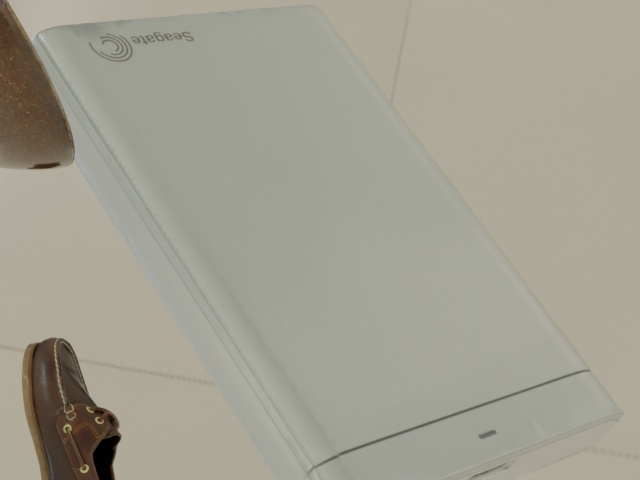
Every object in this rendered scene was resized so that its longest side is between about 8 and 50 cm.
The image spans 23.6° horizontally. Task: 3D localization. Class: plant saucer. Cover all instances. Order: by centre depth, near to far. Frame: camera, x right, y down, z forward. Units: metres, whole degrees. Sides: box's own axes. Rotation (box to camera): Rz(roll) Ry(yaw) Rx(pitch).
[{"bbox_3d":[-0.153,-0.090,0.568,0.029,0.168,0.168,-37,76,-17],"label":"plant saucer"}]

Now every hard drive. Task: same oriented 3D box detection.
[{"bbox_3d":[0.000,0.000,0.924,0.233,0.047,0.353,-12,57,-41],"label":"hard drive"}]

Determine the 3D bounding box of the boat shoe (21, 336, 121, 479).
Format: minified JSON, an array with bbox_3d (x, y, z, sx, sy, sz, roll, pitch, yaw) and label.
[{"bbox_3d":[-0.196,0.173,1.266,0.073,0.073,0.207,-20,67,15],"label":"boat shoe"}]
